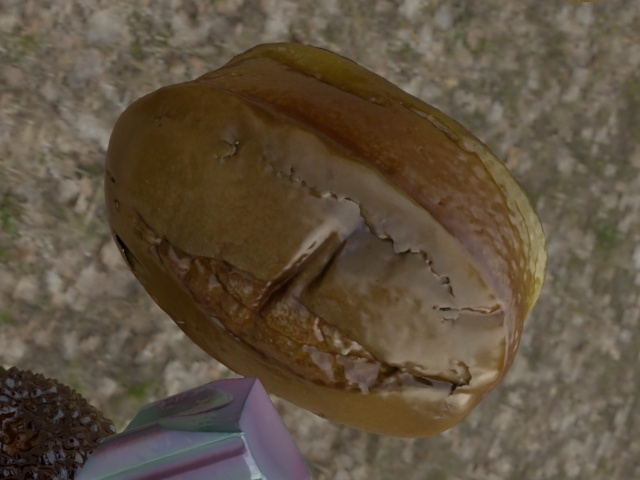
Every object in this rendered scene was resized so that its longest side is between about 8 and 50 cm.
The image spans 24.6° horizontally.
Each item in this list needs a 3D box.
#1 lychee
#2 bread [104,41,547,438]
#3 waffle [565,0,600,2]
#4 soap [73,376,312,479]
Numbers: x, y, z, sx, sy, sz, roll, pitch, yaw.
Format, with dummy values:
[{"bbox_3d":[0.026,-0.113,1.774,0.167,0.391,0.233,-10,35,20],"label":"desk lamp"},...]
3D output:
[{"bbox_3d":[-0.299,0.267,1.423,0.271,0.271,0.271,-17,116,-39],"label":"lychee"},{"bbox_3d":[0.000,0.000,0.864,0.143,0.270,0.195,-43,163,-43],"label":"bread"},{"bbox_3d":[0.028,-0.273,0.820,0.077,0.348,0.304,62,39,-62],"label":"waffle"},{"bbox_3d":[-0.073,0.137,0.806,0.100,0.149,0.056,60,33,-11],"label":"soap"}]
